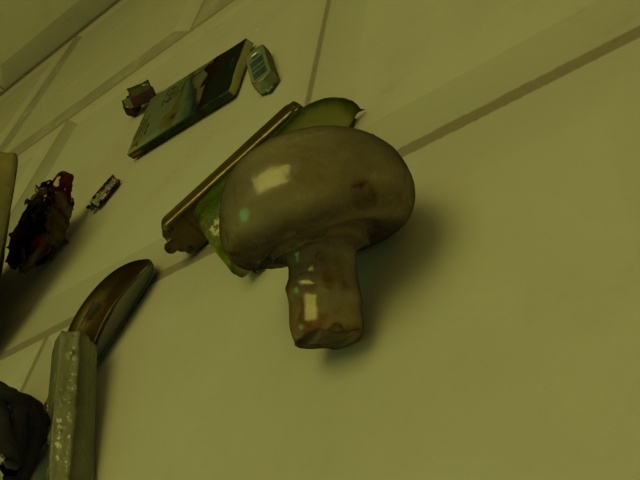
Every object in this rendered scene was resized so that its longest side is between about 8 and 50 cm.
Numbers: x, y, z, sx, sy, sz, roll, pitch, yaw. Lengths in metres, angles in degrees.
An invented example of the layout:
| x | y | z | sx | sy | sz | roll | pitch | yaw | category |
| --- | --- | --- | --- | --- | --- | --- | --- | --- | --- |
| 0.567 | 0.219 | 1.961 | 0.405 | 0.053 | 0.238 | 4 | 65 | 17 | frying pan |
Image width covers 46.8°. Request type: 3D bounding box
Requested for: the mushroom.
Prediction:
| x | y | z | sx | sy | sz | roll | pitch | yaw | category |
| --- | --- | --- | --- | --- | --- | --- | --- | --- | --- |
| 0.004 | -0.017 | 0.720 | 0.206 | 0.206 | 0.209 | -40 | 53 | 6 | mushroom |

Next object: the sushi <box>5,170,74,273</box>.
| x | y | z | sx | sy | sz | roll | pitch | yaw | category |
| --- | --- | --- | --- | --- | --- | --- | --- | --- | --- |
| -0.535 | -0.032 | 1.434 | 0.103 | 0.097 | 0.226 | -6 | 55 | 46 | sushi |

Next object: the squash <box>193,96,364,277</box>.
| x | y | z | sx | sy | sz | roll | pitch | yaw | category |
| --- | --- | --- | --- | --- | --- | --- | --- | --- | --- |
| -0.041 | -0.090 | 0.934 | 0.252 | 0.093 | 0.169 | -40 | 30 | 6 | squash |

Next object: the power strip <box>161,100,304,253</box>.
| x | y | z | sx | sy | sz | roll | pitch | yaw | category |
| --- | --- | --- | --- | --- | --- | --- | --- | --- | --- |
| -0.106 | -0.092 | 1.041 | 0.305 | 0.064 | 0.044 | -42 | 26 | 4 | power strip |

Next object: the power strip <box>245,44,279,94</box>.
| x | y | z | sx | sy | sz | roll | pitch | yaw | category |
| --- | --- | --- | --- | --- | --- | --- | --- | --- | --- |
| -0.107 | -0.313 | 1.342 | 0.047 | 0.030 | 0.191 | -36 | 32 | 12 | power strip |

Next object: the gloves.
| x | y | z | sx | sy | sz | roll | pitch | yaw | category |
| --- | --- | --- | --- | --- | --- | --- | --- | --- | --- |
| -0.426 | 0.243 | 0.956 | 0.285 | 0.142 | 0.119 | 22 | 97 | 56 | gloves |

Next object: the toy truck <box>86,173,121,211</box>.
| x | y | z | sx | sy | sz | roll | pitch | yaw | category |
| --- | --- | --- | --- | --- | --- | --- | --- | --- | --- |
| -0.428 | -0.092 | 1.457 | 0.083 | 0.024 | 0.032 | -55 | 10 | -22 | toy truck |

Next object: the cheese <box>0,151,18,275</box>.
| x | y | z | sx | sy | sz | roll | pitch | yaw | category |
| --- | --- | --- | --- | --- | --- | --- | --- | --- | --- |
| -0.658 | 0.026 | 1.405 | 0.384 | 0.104 | 0.384 | -170 | 90 | -69 | cheese |

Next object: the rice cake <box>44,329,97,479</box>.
| x | y | z | sx | sy | sz | roll | pitch | yaw | category |
| --- | --- | --- | --- | --- | --- | --- | --- | --- | --- |
| -0.306 | 0.212 | 0.901 | 0.057 | 0.052 | 0.256 | -45 | 36 | 22 | rice cake |

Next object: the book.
| x | y | z | sx | sy | sz | roll | pitch | yaw | category |
| --- | --- | --- | --- | --- | --- | --- | --- | --- | --- |
| -0.263 | -0.287 | 1.497 | 0.289 | 0.026 | 0.201 | -24 | 37 | 28 | book |

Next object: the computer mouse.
| x | y | z | sx | sy | sz | roll | pitch | yaw | category |
| --- | --- | --- | --- | --- | --- | --- | --- | --- | --- |
| -0.312 | 0.104 | 1.065 | 0.102 | 0.045 | 0.199 | -4 | 49 | 48 | computer mouse |

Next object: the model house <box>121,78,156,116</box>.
| x | y | z | sx | sy | sz | roll | pitch | yaw | category |
| --- | --- | --- | --- | --- | --- | --- | --- | --- | --- |
| -0.417 | -0.322 | 1.702 | 0.083 | 0.057 | 0.058 | -26 | 57 | -7 | model house |
